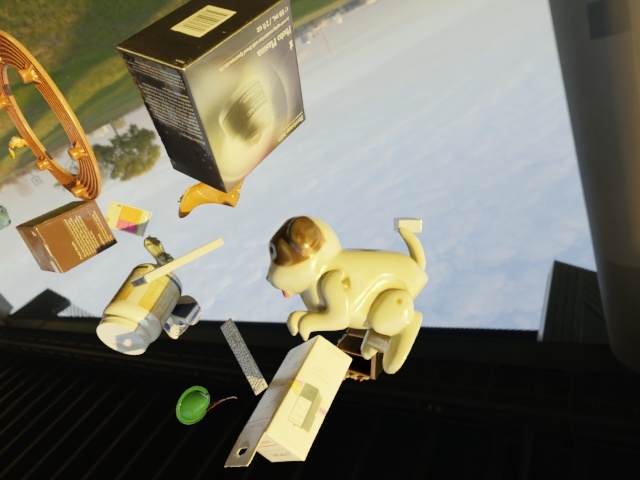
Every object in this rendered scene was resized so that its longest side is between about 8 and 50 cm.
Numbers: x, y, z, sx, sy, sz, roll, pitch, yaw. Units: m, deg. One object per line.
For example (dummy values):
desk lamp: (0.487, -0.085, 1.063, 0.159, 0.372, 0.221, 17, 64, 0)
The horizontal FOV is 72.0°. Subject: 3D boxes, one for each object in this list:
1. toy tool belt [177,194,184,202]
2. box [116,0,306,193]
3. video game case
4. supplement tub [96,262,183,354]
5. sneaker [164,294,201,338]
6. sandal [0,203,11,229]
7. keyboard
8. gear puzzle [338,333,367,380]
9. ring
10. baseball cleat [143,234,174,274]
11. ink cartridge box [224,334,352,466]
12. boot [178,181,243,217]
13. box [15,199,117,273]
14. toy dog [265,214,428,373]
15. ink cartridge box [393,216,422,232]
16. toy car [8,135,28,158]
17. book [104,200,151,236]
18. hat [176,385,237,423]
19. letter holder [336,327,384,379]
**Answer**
toy tool belt: (-0.643, -0.183, 2.127, 0.051, 0.083, 0.052, -39, -139, 26)
box: (-0.192, -0.312, 0.909, 0.183, 0.293, 0.296, 26, -121, 23)
video game case: (-0.404, 0.064, 1.237, 0.227, 0.026, 0.206, -30, -173, -32)
supplement tub: (-0.714, 0.268, 1.756, 0.229, 0.228, 0.316, -14, -144, 25)
sneaker: (-0.628, 0.347, 1.971, 0.316, 0.182, 0.127, 0, -141, 36)
sandal: (-1.118, -0.069, 1.480, 0.138, 0.126, 0.318, 0, -160, -42)
keyboard: (-0.253, 0.377, 1.443, 0.014, 0.255, 0.072, -15, 155, -45)
gear puzzle: (0.155, 0.464, 1.870, 0.176, 0.044, 0.338, -1, -150, 19)
ring: (-0.537, -0.219, 0.837, 0.337, 0.336, 0.032, 1, -147, 45)
baseball cleat: (-0.647, 0.067, 1.754, 0.072, 0.109, 0.206, -15, -139, -37)
ink cartridge box: (-0.080, 0.436, 1.126, 0.353, 0.119, 0.207, -56, -172, -36)
boot: (-0.474, -0.186, 1.928, 0.294, 0.211, 0.104, -61, -176, 8)
box: (-0.819, -0.018, 1.432, 0.167, 0.168, 0.203, 2, -150, 39)
toy dog: (0.053, 0.093, 1.124, 0.395, 0.408, 0.284, -61, -173, -1)
ink cartridge box: (0.397, -0.072, 2.040, 0.105, 0.061, 0.181, -1, -173, 0)
toy car: (-1.091, -0.341, 1.590, 0.060, 0.040, 0.122, -12, -138, -30)
book: (-0.694, -0.077, 1.578, 0.035, 0.145, 0.096, 120, -14, -85)
hat: (-0.562, 0.801, 2.118, 0.184, 0.173, 0.208, -1, -127, 46)
letter holder: (0.166, 0.360, 1.654, 0.215, 0.151, 0.302, 8, -165, 28)
